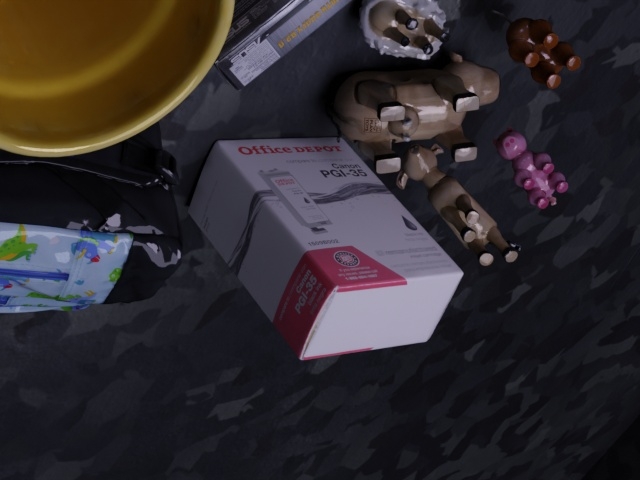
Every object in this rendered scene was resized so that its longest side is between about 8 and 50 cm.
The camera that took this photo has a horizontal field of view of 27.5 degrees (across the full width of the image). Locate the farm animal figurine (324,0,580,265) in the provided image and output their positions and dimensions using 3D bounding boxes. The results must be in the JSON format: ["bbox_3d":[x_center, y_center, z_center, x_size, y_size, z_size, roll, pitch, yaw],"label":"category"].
[{"bbox_3d":[0.154,-0.149,1.638,0.327,0.172,0.330,7,116,-24],"label":"farm animal figurine"}]

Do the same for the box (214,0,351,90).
[{"bbox_3d":[-0.044,-0.282,1.275,0.231,0.183,0.056,-39,146,3],"label":"box"}]

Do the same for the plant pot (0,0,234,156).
[{"bbox_3d":[-0.237,-0.238,1.101,0.254,0.239,0.254,-24,145,-19],"label":"plant pot"}]

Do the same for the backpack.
[{"bbox_3d":[-0.344,-0.062,1.206,0.356,0.290,0.273,7,142,-39],"label":"backpack"}]

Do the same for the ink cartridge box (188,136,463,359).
[{"bbox_3d":[0.000,0.000,1.577,0.207,0.283,0.117,-5,132,-39],"label":"ink cartridge box"}]
